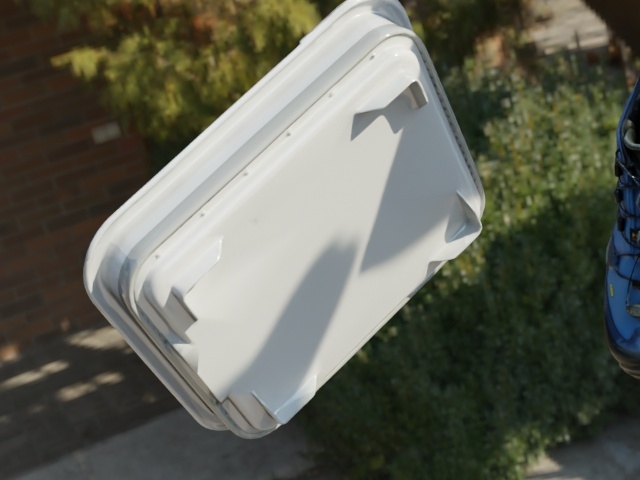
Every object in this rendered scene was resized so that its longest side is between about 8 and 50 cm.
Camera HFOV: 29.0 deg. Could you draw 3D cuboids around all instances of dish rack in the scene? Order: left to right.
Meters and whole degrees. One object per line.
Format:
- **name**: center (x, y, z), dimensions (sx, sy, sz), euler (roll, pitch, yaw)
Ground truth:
- **dish rack**: center (0.000, 0.000, 0.988), dimensions (0.333, 0.285, 0.072), euler (-43, 49, -11)

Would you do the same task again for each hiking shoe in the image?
- **hiking shoe**: center (0.282, -0.037, 1.049), dimensions (0.113, 0.304, 0.132), euler (3, -15, 42)
